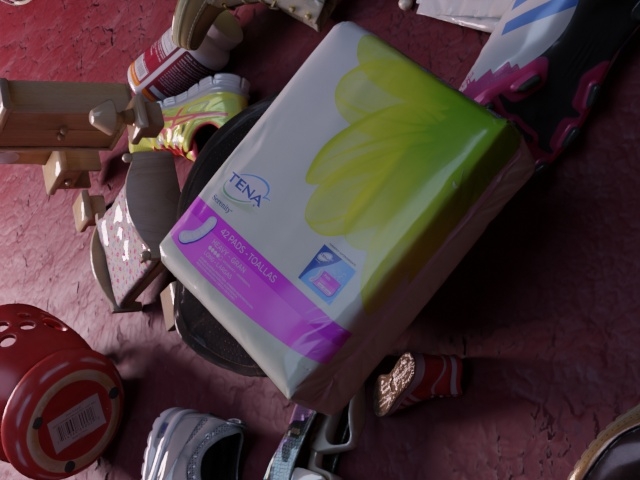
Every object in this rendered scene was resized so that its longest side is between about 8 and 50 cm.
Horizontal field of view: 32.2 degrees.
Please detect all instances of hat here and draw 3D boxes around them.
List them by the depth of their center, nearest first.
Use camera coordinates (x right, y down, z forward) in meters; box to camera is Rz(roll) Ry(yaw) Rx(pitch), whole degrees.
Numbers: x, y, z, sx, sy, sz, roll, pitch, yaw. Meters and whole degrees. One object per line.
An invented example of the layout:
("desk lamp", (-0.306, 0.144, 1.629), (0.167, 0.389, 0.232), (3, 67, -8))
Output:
("hat", (0.000, 0.000, 1.145), (0.331, 0.134, 0.331), (-17, 57, 28))

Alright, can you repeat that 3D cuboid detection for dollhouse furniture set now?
("dollhouse furniture set", (-0.310, -0.012, 1.389), (0.303, 0.174, 0.355), (-43, 56, 53))

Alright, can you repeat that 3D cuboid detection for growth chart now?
("growth chart", (0.182, -0.296, 1.188), (0.237, 0.021, 0.172), (34, 97, 46))

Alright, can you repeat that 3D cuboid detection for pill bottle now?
("pill bottle", (-0.176, -0.242, 1.461), (0.152, 0.086, 0.086), (-35, 51, 28))

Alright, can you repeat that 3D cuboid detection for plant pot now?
("plant pot", (-0.352, 0.189, 1.372), (0.174, 0.191, 0.191), (18, 86, 41))

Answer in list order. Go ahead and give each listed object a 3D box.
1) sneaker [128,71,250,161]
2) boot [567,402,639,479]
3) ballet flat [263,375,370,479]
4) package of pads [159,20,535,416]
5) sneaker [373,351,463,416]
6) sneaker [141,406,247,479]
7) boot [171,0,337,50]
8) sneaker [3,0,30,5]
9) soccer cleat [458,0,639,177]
("sneaker", (-0.172, -0.135, 1.418), (0.208, 0.081, 0.094), (-25, 65, 38))
("boot", (0.304, 0.199, 0.807), (0.248, 0.090, 0.207), (-50, 44, 11))
("ballet flat", (0.000, 0.208, 1.112), (0.079, 0.077, 0.221), (9, 75, 42))
("package of pads", (0.015, -0.029, 0.997), (0.296, 0.101, 0.229), (-51, 53, 3))
("sneaker", (0.097, 0.141, 1.075), (0.118, 0.067, 0.042), (125, 143, -56))
("sneaker", (-0.141, 0.314, 1.175), (0.115, 0.105, 0.281), (-9, 68, 36))
("boot", (-0.072, -0.293, 1.342), (0.165, 0.077, 0.213), (33, 108, 3))
("sneaker", (-0.540, -0.458, 1.891), (0.252, 0.103, 0.111), (-8, 66, 42))
("soccer cleat", (0.216, -0.182, 1.061), (0.331, 0.116, 0.143), (-52, 25, 16))
